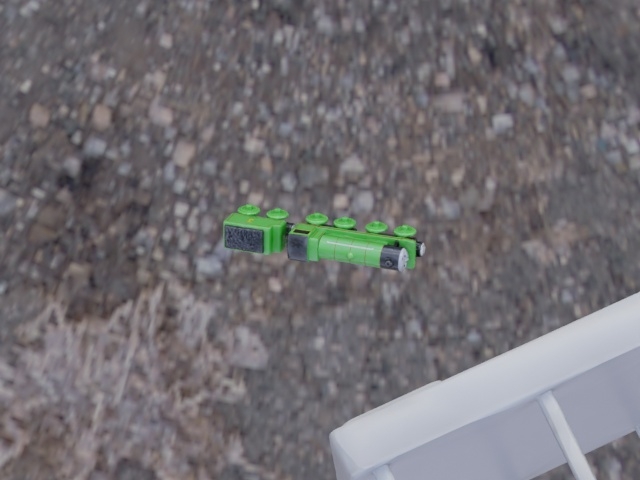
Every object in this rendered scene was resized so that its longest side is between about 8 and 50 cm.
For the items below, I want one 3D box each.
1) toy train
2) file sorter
[{"bbox_3d":[0.000,0.000,0.693,0.083,0.024,0.017,8,114,18],"label":"toy train"},{"bbox_3d":[0.166,0.112,0.677,0.278,0.193,0.173,-24,71,-5],"label":"file sorter"}]
